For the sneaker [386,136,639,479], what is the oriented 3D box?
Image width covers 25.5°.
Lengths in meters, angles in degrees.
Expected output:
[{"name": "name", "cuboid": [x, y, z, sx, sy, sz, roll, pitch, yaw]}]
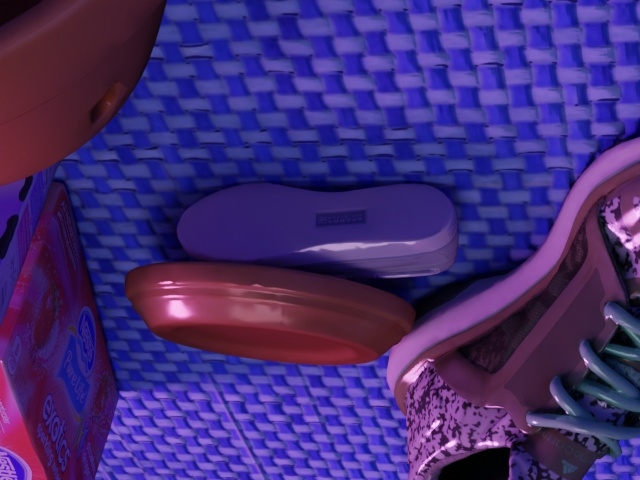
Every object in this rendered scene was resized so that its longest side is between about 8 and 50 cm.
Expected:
[{"name": "sneaker", "cuboid": [0.175, 0.087, 0.881, 0.158, 0.182, 0.410, 24, 143, -16]}]

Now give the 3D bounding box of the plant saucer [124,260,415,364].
[{"name": "plant saucer", "cuboid": [-0.036, 0.054, 0.963, 0.200, 0.037, 0.200, 7, 167, 2]}]

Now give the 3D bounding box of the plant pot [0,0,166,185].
[{"name": "plant pot", "cuboid": [-0.180, -0.148, 0.606, 0.291, 0.291, 0.203, 10, 161, 3]}]

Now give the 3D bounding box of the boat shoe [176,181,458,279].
[{"name": "boat shoe", "cuboid": [0.000, 0.000, 0.925, 0.184, 0.066, 0.063, -7, 141, 9]}]

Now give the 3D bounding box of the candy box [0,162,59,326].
[{"name": "candy box", "cuboid": [-0.252, -0.029, 0.834, 0.165, 0.196, 0.070, 13, 144, -1]}]

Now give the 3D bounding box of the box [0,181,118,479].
[{"name": "box", "cuboid": [-0.251, 0.095, 1.049, 0.142, 0.154, 0.300, 7, 143, 6]}]
